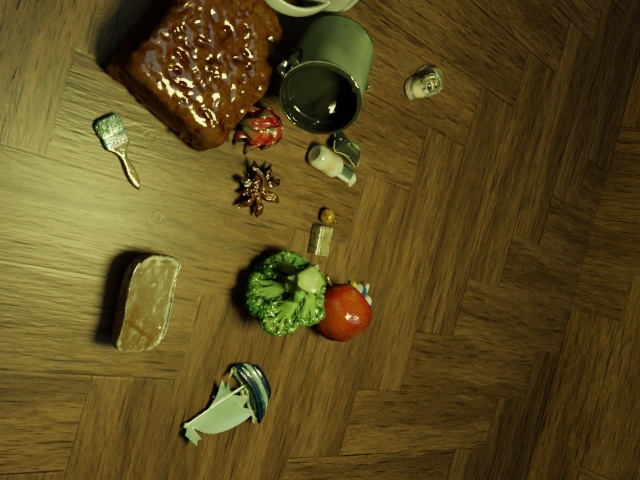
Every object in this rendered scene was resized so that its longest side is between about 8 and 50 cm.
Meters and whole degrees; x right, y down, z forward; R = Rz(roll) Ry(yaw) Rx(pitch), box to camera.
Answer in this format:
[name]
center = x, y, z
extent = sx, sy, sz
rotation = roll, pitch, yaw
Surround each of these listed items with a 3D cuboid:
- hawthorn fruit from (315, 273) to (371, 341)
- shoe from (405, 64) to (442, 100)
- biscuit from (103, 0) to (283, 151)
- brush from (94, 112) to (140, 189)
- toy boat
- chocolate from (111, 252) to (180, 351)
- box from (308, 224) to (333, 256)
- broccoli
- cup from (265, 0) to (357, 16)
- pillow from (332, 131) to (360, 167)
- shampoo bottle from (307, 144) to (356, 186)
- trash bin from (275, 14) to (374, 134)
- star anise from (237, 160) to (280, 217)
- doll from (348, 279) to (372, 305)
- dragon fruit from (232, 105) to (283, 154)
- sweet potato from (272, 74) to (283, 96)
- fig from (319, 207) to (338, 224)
[hawthorn fruit]
center = 0.061, 0.211, 1.962
extent = 0.197, 0.197, 0.225
rotation = -30, 102, -33
[shoe]
center = 0.377, -0.551, 2.119
extent = 0.180, 0.092, 0.089
rotation = -38, 122, -29
[biscuit]
center = -0.281, -0.457, 1.512
extent = 0.343, 0.166, 0.395
rotation = 42, 73, -37
[brush]
center = -0.483, -0.210, 1.489
extent = 0.070, 0.021, 0.196
rotation = -36, 124, -31
[toy boat]
center = -0.268, 0.472, 1.803
extent = 0.292, 0.070, 0.210
rotation = -6, 101, -38
[chocolate]
center = -0.457, 0.150, 1.553
extent = 0.157, 0.080, 0.253
rotation = 9, 95, -57
[box]
center = 0.000, 0.000, 1.944
extent = 0.062, 0.045, 0.098
rotation = 10, 92, -42
[broccoli]
center = -0.083, 0.150, 1.760
extent = 0.270, 0.270, 0.269
rotation = 9, 70, -26
[cup]
center = -0.041, -0.726, 1.598
extent = 0.327, 0.237, 0.322
rotation = 20, 73, -42
[pillow]
center = 0.081, -0.296, 1.941
extent = 0.055, 0.091, 0.136
rotation = -38, 139, 18
[shampoo bottle]
center = 0.044, -0.231, 1.910
extent = 0.192, 0.074, 0.074
rotation = 27, 82, -42
[trash bin]
center = 0.022, -0.444, 1.633
extent = 0.277, 0.217, 0.262
rotation = 44, 39, -29
[star anise]
center = -0.178, -0.147, 1.748
extent = 0.168, 0.057, 0.167
rotation = -22, 123, -38
[doll]
center = 0.140, 0.192, 2.105
extent = 0.099, 0.057, 0.143
rotation = -44, 129, 1
[dragon fruit]
center = -0.173, -0.312, 1.681
extent = 0.142, 0.130, 0.121
rotation = -18, 144, -39
[sweet potato]
center = -0.061, -0.404, 1.769
extent = 0.252, 0.097, 0.097
rotation = 40, 73, -32
[fig]
center = 0.031, -0.070, 1.956
extent = 0.083, 0.050, 0.050
rotation = 34, 77, -51
